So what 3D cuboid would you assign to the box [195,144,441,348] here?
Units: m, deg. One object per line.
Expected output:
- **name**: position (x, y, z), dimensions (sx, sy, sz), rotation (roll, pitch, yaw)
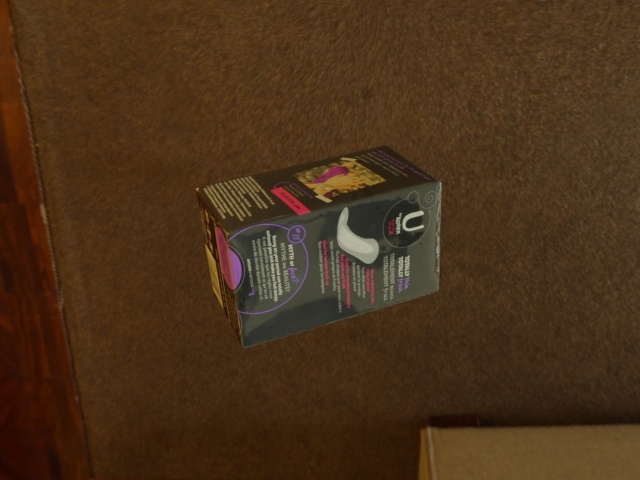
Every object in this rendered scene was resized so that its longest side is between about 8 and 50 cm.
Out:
- **box**: position (0.000, 0.000, 0.847), dimensions (0.270, 0.143, 0.165), rotation (-14, 120, -18)
